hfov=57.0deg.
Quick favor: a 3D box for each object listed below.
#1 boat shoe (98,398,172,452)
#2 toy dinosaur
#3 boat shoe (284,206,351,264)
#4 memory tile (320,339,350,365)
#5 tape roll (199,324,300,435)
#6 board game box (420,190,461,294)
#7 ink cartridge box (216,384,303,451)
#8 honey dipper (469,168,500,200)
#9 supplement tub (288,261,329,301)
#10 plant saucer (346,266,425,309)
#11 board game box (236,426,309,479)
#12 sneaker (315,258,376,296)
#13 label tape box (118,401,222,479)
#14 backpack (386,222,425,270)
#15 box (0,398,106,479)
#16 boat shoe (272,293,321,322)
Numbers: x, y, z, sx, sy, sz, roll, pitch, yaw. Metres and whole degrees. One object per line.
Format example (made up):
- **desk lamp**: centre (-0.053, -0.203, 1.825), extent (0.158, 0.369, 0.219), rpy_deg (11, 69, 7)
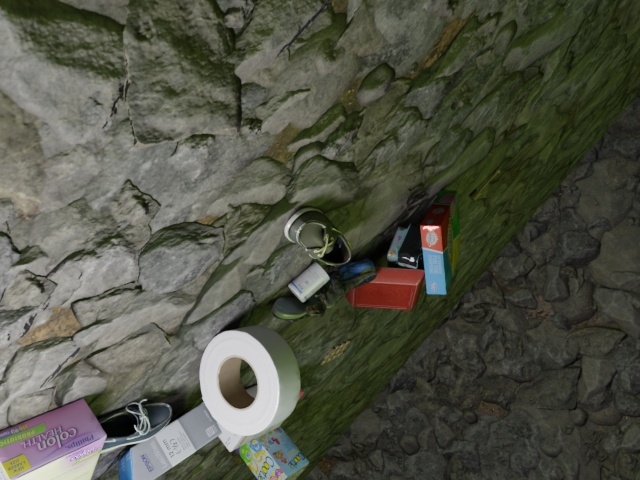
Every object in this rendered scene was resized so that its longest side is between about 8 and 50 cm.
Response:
- **boat shoe**: centre (-0.490, 0.472, 1.525), extent (0.255, 0.095, 0.079), rpy_deg (-4, 146, -44)
- **toy dinosaur**: centre (0.039, 0.138, 1.799), extent (0.268, 0.118, 0.064), rpy_deg (-34, 154, -25)
- **boat shoe**: centre (0.003, -0.003, 1.548), extent (0.109, 0.091, 0.305), rpy_deg (-47, 156, 5)
- **memory tile**: centre (0.065, 0.479, 2.514), extent (0.148, 0.012, 0.113), rpy_deg (-14, 142, -48)
- **tape roll**: centre (-0.196, 0.378, 1.605), extent (0.100, 0.286, 0.286), rpy_deg (-4, 133, -57)
- **board game box**: centre (0.404, -0.001, 1.950), extent (0.316, 0.064, 0.242), rpy_deg (-50, 135, -57)
- **ink cartridge box**: centre (-0.223, 0.620, 2.147), extent (0.283, 0.117, 0.207), rpy_deg (-7, 136, -55)
- **honey dipper**: centre (0.650, -0.222, 2.316), extent (0.160, 0.030, 0.030), rpy_deg (-48, 156, -4)
- **supplement tub**: centre (-0.034, 0.122, 1.716), extent (0.107, 0.071, 0.071), rpy_deg (-40, 156, -10)
- **plant saucer**: centre (0.218, 0.173, 2.022), extent (0.259, 0.047, 0.258), rpy_deg (2, 150, 3)
- **board game box**: centre (-0.204, 0.835, 2.326), extent (0.144, 0.275, 0.142), rpy_deg (-9, 138, -52)
- **sneaker**: centre (0.075, 0.117, 1.892), extent (0.209, 0.082, 0.069), rpy_deg (-21, 138, -6)
- **label tape box**: centre (-0.478, 0.616, 1.670), extent (0.348, 0.115, 0.249), rpy_deg (-25, 167, -35)
- **backpack**: centre (0.307, 0.050, 2.015), extent (0.188, 0.145, 0.165), rpy_deg (66, 40, -52)
- **box**: centre (-0.628, 0.506, 1.323), extent (0.214, 0.117, 0.243), rpy_deg (-16, 144, -47)
- **boat shoe**: centre (-0.080, 0.214, 1.791), extent (0.076, 0.080, 0.228), rpy_deg (-57, 161, 22)
